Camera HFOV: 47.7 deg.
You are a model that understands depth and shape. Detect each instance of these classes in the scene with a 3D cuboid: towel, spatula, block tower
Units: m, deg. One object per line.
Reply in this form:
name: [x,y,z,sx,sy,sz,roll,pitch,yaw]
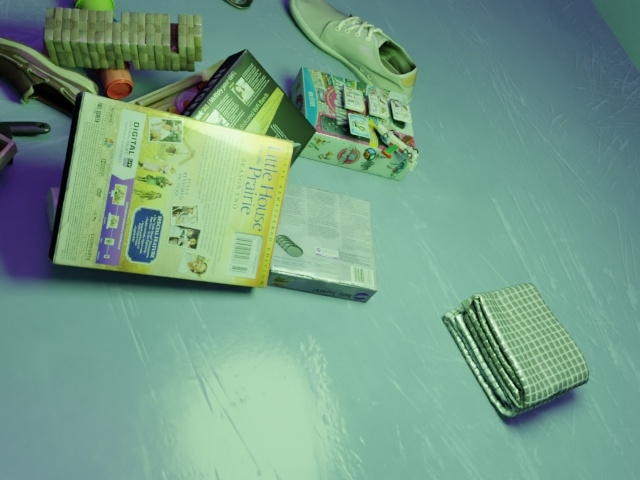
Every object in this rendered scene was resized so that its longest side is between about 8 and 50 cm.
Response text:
towel: [0.448,0.231,1.636,0.235,0.121,0.284,-12,64,-34]
spatula: [-0.686,-0.230,1.420,0.296,0.030,0.084,1,55,-27]
block tower: [-0.423,-0.429,1.552,0.335,0.097,0.091,-1,65,-10]

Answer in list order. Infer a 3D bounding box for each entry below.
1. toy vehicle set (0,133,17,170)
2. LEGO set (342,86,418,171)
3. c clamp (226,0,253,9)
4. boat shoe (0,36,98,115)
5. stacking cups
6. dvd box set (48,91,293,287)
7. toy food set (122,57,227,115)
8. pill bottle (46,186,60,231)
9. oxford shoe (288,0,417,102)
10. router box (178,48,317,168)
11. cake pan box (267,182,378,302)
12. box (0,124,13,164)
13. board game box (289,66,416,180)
toy vehicle set: [-0.718,-0.174,1.315,0.267,0.035,0.166,29,64,1]
LEGO set: [0.142,-0.264,1.764,0.182,0.060,0.244,11,45,-17]
c clamp: [-0.242,-0.701,2.001,0.137,0.022,0.161,24,48,-18]
boat shoe: [-0.598,-0.334,1.503,0.257,0.095,0.095,21,57,-14]
stacking cups: [-0.491,-0.464,1.660,0.096,0.096,0.316,-9,66,-33]
dvd box set: [-0.270,-0.082,1.370,0.420,0.062,0.308,8,95,-30]
toy food set: [-0.263,-0.246,1.561,0.306,0.092,0.220,-37,104,-41]
pill bottle: [-0.420,-0.062,1.389,0.186,0.112,0.112,-3,59,-30]
oxford shoe: [0.101,-0.558,2.009,0.449,0.130,0.169,44,50,8]
router box: [-0.177,-0.205,1.521,0.243,0.081,0.309,48,62,-28]
cake pan box: [0.000,0.000,1.599,0.266,0.070,0.246,11,56,-21]
box: [-0.640,-0.183,1.398,0.083,0.052,0.062,-7,62,-30]
board game box: [0.080,-0.294,1.831,0.303,0.097,0.224,10,53,-21]
